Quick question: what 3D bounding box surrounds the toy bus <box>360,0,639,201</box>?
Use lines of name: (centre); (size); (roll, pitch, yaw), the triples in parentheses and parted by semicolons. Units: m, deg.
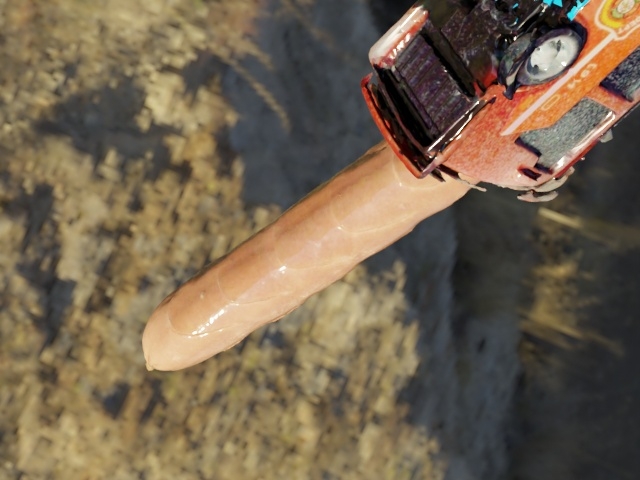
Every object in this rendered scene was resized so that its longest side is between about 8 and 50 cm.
toy bus: (0.120, -0.108, 0.566); (0.096, 0.073, 0.235); (21, 123, -43)

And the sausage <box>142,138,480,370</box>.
sausage: (-0.002, -0.001, 1.420); (0.433, 0.088, 0.088); (-36, 164, 18)
